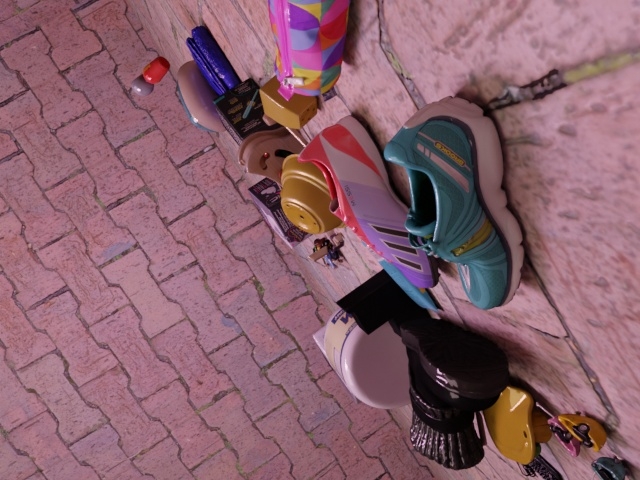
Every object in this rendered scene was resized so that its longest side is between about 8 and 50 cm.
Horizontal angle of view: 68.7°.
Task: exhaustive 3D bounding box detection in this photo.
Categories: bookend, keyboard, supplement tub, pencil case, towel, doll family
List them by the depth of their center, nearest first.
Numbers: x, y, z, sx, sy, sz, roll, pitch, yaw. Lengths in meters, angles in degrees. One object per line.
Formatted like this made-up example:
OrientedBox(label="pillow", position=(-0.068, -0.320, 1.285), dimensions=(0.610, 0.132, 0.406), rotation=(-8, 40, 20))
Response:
OrientedBox(label="pencil case", position=(-0.015, -0.265, 0.563), dimensions=(0.104, 0.104, 0.236), rotation=(54, 170, 12))
OrientedBox(label="keyboard", position=(0.422, 0.454, 0.983), dimensions=(0.100, 0.038, 0.192), rotation=(61, 171, -28))
OrientedBox(label="bookend", position=(0.145, 0.163, 1.041), dimensions=(0.157, 0.156, 0.072), rotation=(58, 171, -15))
OrientedBox(label="supplement tub", position=(0.139, 0.288, 1.263), dimensions=(0.236, 0.235, 0.325), rotation=(57, 171, -7))
OrientedBox(label="towel", position=(-0.298, -0.470, 1.427), dimensions=(0.308, 0.076, 0.227), rotation=(57, 170, -7))
OrientedBox(label="doll family", position=(0.018, 0.036, 1.571), dimensions=(0.112, 0.076, 0.193), rotation=(62, 166, -8))

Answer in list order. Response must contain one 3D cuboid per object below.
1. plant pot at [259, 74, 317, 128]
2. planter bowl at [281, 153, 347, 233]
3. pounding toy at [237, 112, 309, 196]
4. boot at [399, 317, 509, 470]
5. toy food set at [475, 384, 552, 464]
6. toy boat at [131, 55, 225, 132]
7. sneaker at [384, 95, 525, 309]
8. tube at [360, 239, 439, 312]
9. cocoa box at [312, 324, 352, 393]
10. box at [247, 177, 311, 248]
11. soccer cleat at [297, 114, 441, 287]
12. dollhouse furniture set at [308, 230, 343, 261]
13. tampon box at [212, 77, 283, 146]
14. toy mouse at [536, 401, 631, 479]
OrientedBox(label="plant pot", position=(-0.051, -0.256, 0.864), dimensions=(0.083, 0.081, 0.081), rotation=(43, 168, 13))
OrientedBox(label="planter bowl", position=(-0.019, -0.079, 1.029), dimensions=(0.217, 0.090, 0.217), rotation=(30, 157, 14))
OrientedBox(label="pounding toy", position=(-0.094, -0.178, 1.116), dimensions=(0.155, 0.154, 0.270), rotation=(45, 166, 51))
OrientedBox(label="boot", position=(0.239, 0.299, 0.839), dimensions=(0.348, 0.131, 0.261), rotation=(-114, 18, -87))
OrientedBox(label="toy food set", position=(0.344, 0.311, 0.826), dimensions=(0.218, 0.071, 0.128), rotation=(104, 157, -75))
OrientedBox(label="toy boat", position=(-0.439, -0.482, 1.514), dimensions=(0.318, 0.148, 0.268), rotation=(11, -123, -52))
OrientedBox(label="sneaker", position=(0.146, -0.022, 0.528), dimensions=(0.275, 0.109, 0.107), rotation=(61, 170, -31))
OrientedBox(label="tube", position=(0.164, 0.065, 0.958), dimensions=(0.207, 0.052, 0.080), rotation=(52, 176, -5))
OrientedBox(label="cocoa box", position=(0.144, 0.389, 1.618), dimensions=(0.231, 0.227, 0.347), rotation=(52, 170, 24))
OrientedBox(label="box", position=(-0.114, -0.107, 1.518), dimensions=(0.163, 0.142, 0.247), rotation=(62, 170, -30))
OrientedBox(label="soccer cleat", position=(0.084, -0.040, 0.769), dimensions=(0.318, 0.116, 0.108), rotation=(59, 171, -12))
OrientedBox(label="dollhouse furniture set", position=(0.000, 0.000, 1.391), dimensions=(0.081, 0.114, 0.091), rotation=(58, 174, 15))
OrientedBox(label="tampon box", position=(-0.179, -0.310, 1.207), dimensions=(0.161, 0.120, 0.101), rotation=(52, 170, 25))
OrientedBox(label="toy mouse", position=(0.377, 0.291, 0.657), dimensions=(0.143, 0.031, 0.161), rotation=(60, 171, -21))
